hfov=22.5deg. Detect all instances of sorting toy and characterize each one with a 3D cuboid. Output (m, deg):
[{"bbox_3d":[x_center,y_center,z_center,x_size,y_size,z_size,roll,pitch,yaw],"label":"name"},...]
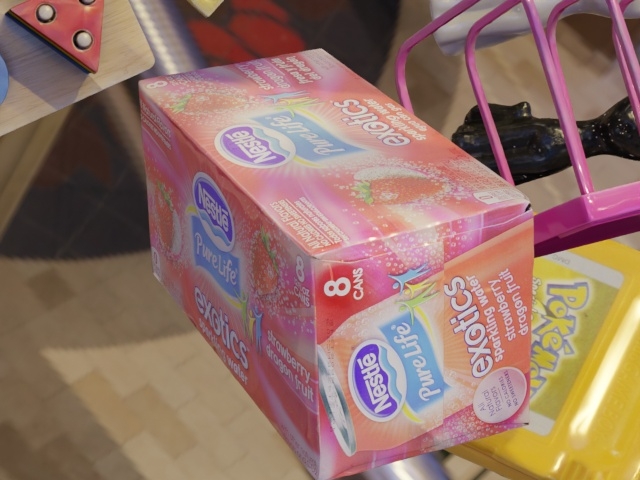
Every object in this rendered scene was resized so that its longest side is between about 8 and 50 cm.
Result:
[{"bbox_3d":[-0.164,-0.132,0.867,0.274,0.046,0.132,-26,100,-13],"label":"sorting toy"}]

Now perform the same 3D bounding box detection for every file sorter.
[{"bbox_3d":[0.228,-0.104,1.159,0.291,0.202,0.182,-13,84,-27],"label":"file sorter"}]

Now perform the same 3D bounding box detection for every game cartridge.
[{"bbox_3d":[0.206,0.099,1.624,0.324,0.052,0.285,22,60,17],"label":"game cartridge"}]

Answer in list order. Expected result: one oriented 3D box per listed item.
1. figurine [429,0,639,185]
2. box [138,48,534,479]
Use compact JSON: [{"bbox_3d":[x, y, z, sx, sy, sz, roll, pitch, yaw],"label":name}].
[{"bbox_3d":[0.219,-0.160,1.468,0.092,0.209,0.215,-18,100,-70],"label":"figurine"},{"bbox_3d":[0.000,0.000,1.012,0.142,0.154,0.300,-12,29,-21],"label":"box"}]
